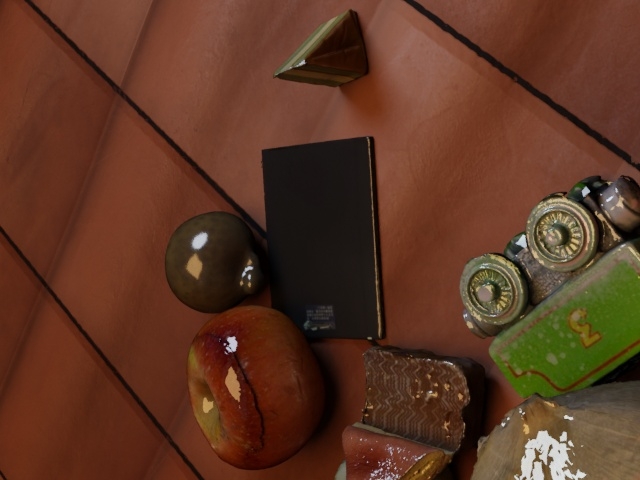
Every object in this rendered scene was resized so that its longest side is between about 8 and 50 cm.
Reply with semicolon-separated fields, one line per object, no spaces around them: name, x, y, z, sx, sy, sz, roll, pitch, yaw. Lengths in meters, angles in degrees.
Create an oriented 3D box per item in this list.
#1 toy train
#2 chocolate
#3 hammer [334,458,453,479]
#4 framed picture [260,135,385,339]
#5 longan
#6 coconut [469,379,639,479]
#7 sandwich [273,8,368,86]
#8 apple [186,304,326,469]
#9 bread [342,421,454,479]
toy train;0.348;0.070;1.443;0.307;0.173;0.249;-43;74;34
chocolate;0.164;0.241;1.658;0.214;0.093;0.148;8;100;42
hammer;0.135;0.485;1.702;0.202;0.113;0.305;-11;91;44
framed picture;0.000;0.000;1.839;0.255;0.014;0.338;-3;91;42
longan;-0.183;0.042;1.906;0.204;0.159;0.185;25;102;31
coconut;0.346;0.334;1.280;0.405;0.405;0.404;4;96;41
sandwich;-0.009;-0.316;1.722;0.079;0.163;0.113;-18;80;40
apple;-0.112;0.249;1.828;0.272;0.206;0.251;62;146;17
bread;0.097;0.342;1.609;0.192;0.067;0.119;10;63;46
